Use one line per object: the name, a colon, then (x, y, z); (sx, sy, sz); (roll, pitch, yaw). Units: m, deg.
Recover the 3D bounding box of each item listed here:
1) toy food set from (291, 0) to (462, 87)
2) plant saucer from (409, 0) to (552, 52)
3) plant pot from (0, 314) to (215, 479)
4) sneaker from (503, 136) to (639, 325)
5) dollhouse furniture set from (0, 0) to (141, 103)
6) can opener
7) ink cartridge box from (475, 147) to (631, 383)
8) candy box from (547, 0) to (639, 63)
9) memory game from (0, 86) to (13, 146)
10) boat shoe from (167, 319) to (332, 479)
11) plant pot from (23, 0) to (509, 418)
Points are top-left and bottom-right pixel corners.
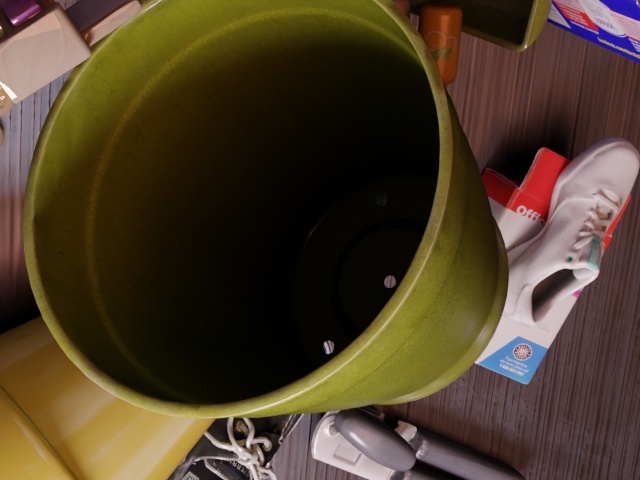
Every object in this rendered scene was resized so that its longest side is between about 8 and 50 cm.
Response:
toy food set: (0.007, -0.173, 1.293); (0.232, 0.111, 0.104); (-3, 111, -15)
plant saucer: (0.166, -0.281, 1.276); (0.045, 0.188, 0.188); (2, 109, -34)
plant pot: (-0.233, 0.169, 1.270); (0.239, 0.254, 0.254); (-39, 119, -22)
sneaker: (0.257, -0.002, 1.371); (0.080, 0.094, 0.212); (34, 94, -25)
dollhouse furniture set: (-0.263, -0.319, 1.039); (0.198, 0.286, 0.303); (-36, 129, -5)
can opener: (0.111, 0.247, 1.504); (0.280, 0.093, 0.074); (26, 98, -31)
ink cartridge box: (0.207, 0.018, 1.456); (0.134, 0.078, 0.231); (24, 99, -27)
candy box: (0.352, -0.322, 1.280); (0.317, 0.268, 0.122); (-45, 121, -1)
memory game: (-0.363, -0.125, 1.227); (0.186, 0.012, 0.186); (-7, 111, -18)
boat shoe: (-0.092, 0.209, 1.398); (0.306, 0.105, 0.113); (-44, 118, -1)
plant pot: (0.000, 0.000, 1.202); (0.366, 0.366, 0.353); (-52, 150, 3)
